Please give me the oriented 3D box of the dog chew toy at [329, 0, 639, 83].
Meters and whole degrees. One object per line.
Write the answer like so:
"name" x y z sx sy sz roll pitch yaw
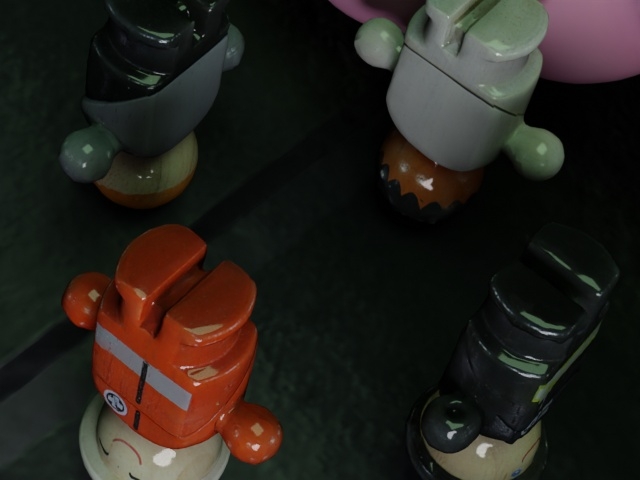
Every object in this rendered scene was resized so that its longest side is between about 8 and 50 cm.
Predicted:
"dog chew toy" 0.133 -0.156 0.849 0.332 0.206 0.206 1 54 27

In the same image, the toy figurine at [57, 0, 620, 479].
"toy figurine" 0.000 0.000 0.792 0.213 0.148 0.209 -2 56 -12
